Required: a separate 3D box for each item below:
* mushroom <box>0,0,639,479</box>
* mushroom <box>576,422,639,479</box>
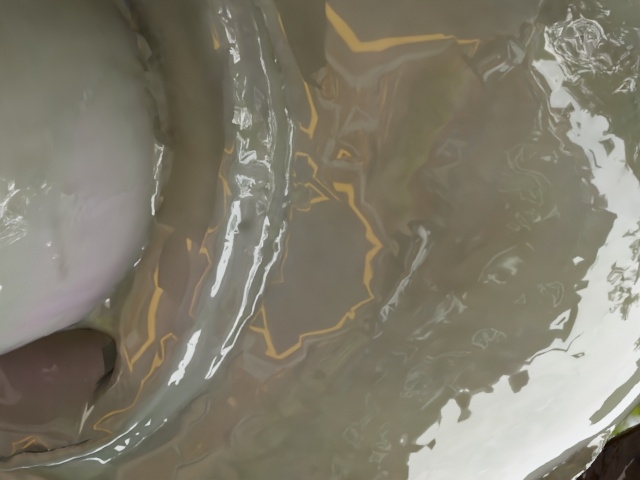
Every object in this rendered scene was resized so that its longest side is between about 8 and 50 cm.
[{"bbox_3d":[-0.059,-0.069,0.465,0.315,0.356,0.315,-17,-129,21],"label":"mushroom"},{"bbox_3d":[0.277,0.239,1.154,0.263,0.283,0.195,-22,-135,34],"label":"mushroom"}]
